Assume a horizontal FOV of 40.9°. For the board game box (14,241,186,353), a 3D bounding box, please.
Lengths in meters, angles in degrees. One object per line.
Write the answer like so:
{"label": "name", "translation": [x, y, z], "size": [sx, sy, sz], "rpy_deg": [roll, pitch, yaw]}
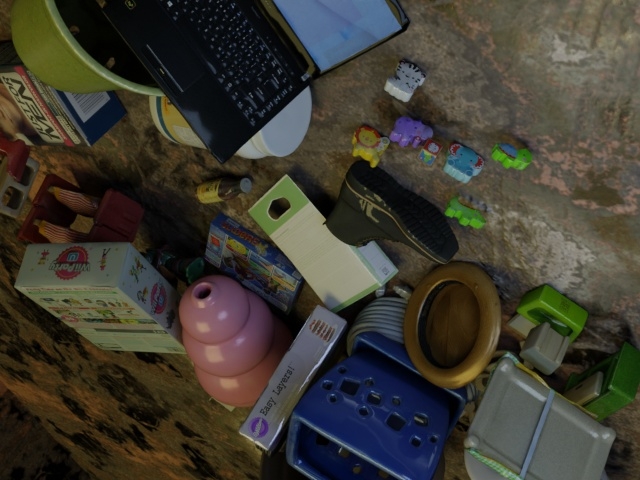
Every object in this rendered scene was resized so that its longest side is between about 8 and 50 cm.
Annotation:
{"label": "board game box", "translation": [-0.398, 0.116, 1.651], "size": [0.224, 0.097, 0.303], "rpy_deg": [-1, 152, 19]}

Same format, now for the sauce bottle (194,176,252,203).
{"label": "sauce bottle", "translation": [-0.168, -0.090, 1.493], "size": [0.128, 0.042, 0.042], "rpy_deg": [-8, 126, 45]}

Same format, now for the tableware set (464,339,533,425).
{"label": "tableware set", "translation": [0.296, 0.253, 1.405], "size": [0.128, 0.039, 0.194], "rpy_deg": [-20, 131, 2]}

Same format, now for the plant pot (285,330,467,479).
{"label": "plant pot", "translation": [0.097, 0.299, 1.395], "size": [0.236, 0.212, 0.236], "rpy_deg": [29, 150, 15]}

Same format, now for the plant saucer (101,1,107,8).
{"label": "plant saucer", "translation": [-0.265, -0.308, 1.323], "size": [0.168, 0.029, 0.168], "rpy_deg": [26, 146, 19]}

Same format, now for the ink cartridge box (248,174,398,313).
{"label": "ink cartridge box", "translation": [0.000, 0.000, 1.432], "size": [0.235, 0.056, 0.171], "rpy_deg": [52, 146, -1]}

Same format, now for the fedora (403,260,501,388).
{"label": "fedora", "translation": [0.216, 0.131, 1.319], "size": [0.079, 0.194, 0.194], "rpy_deg": [15, 167, -43]}

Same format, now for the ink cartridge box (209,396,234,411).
{"label": "ink cartridge box", "translation": [-0.186, 0.321, 1.963], "size": [0.060, 0.104, 0.180], "rpy_deg": [37, 148, -1]}

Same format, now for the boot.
{"label": "boot", "translation": [0.101, -0.012, 1.284], "size": [0.198, 0.077, 0.137], "rpy_deg": [45, 137, 13]}

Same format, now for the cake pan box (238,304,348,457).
{"label": "cake pan box", "translation": [-0.041, 0.255, 1.529], "size": [0.070, 0.267, 0.246], "rpy_deg": [30, 169, 12]}

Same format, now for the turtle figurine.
{"label": "turtle figurine", "translation": [-0.324, 0.066, 1.750], "size": [0.234, 0.118, 0.175], "rpy_deg": [5, 164, 32]}

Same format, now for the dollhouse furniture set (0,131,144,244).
{"label": "dollhouse furniture set", "translation": [-0.541, -0.077, 1.631], "size": [0.201, 0.152, 0.374], "rpy_deg": [14, 168, 33]}

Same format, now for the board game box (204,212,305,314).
{"label": "board game box", "translation": [-0.125, 0.046, 1.624], "size": [0.201, 0.035, 0.136], "rpy_deg": [33, 147, 7]}

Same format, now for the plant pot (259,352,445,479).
{"label": "plant pot", "translation": [0.081, 0.421, 1.692], "size": [0.280, 0.323, 0.323], "rpy_deg": [30, 151, -22]}

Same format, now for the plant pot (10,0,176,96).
{"label": "plant pot", "translation": [-0.279, -0.305, 1.130], "size": [0.254, 0.276, 0.276], "rpy_deg": [-4, 129, 52]}

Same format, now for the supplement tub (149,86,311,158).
{"label": "supplement tub", "translation": [-0.128, -0.196, 1.225], "size": [0.199, 0.144, 0.144], "rpy_deg": [14, 141, 31]}

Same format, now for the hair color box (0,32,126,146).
{"label": "hair color box", "translation": [-0.532, -0.267, 1.559], "size": [0.347, 0.105, 0.174], "rpy_deg": [6, 136, 40]}

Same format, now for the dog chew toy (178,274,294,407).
{"label": "dog chew toy", "translation": [-0.171, 0.183, 1.648], "size": [0.206, 0.207, 0.332], "rpy_deg": [18, 152, 27]}

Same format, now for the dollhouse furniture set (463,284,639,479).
{"label": "dollhouse furniture set", "translation": [0.304, 0.245, 1.214], "size": [0.197, 0.301, 0.151], "rpy_deg": [35, 145, 0]}

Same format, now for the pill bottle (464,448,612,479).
{"label": "pill bottle", "translation": [0.373, 0.389, 1.414], "size": [0.160, 0.160, 0.283], "rpy_deg": [-2, 148, 45]}

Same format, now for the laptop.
{"label": "laptop", "translation": [-0.071, -0.262, 1.015], "size": [0.234, 0.264, 0.136], "rpy_deg": [53, 159, -22]}

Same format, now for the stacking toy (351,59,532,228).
{"label": "stacking toy", "translation": [0.156, -0.123, 1.138], "size": [0.221, 0.052, 0.167], "rpy_deg": [33, 149, 3]}

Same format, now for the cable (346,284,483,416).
{"label": "cable", "translation": [0.168, 0.208, 1.497], "size": [0.257, 0.089, 0.257], "rpy_deg": [31, 147, 10]}
